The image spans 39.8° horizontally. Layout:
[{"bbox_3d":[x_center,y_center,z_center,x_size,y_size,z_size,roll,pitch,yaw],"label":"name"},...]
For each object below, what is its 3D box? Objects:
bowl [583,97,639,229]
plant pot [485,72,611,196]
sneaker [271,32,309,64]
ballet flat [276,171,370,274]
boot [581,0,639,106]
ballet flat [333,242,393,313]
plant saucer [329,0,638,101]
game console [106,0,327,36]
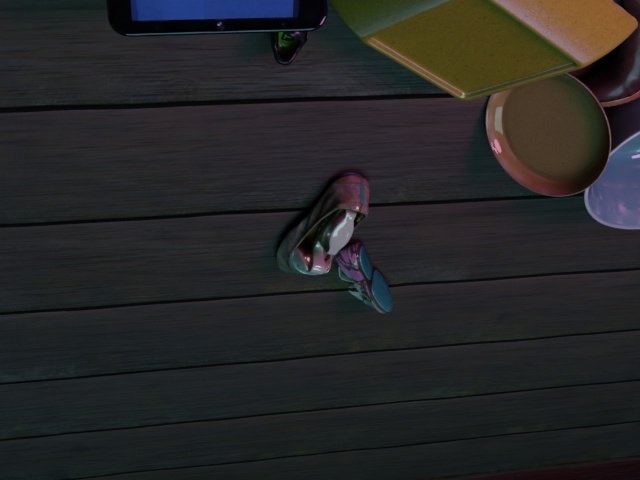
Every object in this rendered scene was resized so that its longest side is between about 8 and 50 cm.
[{"bbox_3d":[0.604,-0.177,1.594,0.312,0.163,0.311,-6,143,-5],"label":"bowl"},{"bbox_3d":[0.392,-0.189,1.515,0.032,0.236,0.236,-33,158,-37],"label":"plant pot"},{"bbox_3d":[-0.030,-0.335,1.297,0.067,0.078,0.188,11,138,-13],"label":"sneaker"},{"bbox_3d":[0.000,0.000,1.721,0.108,0.106,0.316,9,139,-24],"label":"ballet flat"},{"bbox_3d":[0.513,-0.343,1.447,0.248,0.090,0.207,-23,129,18],"label":"boot"},{"bbox_3d":[0.086,0.081,1.888,0.079,0.077,0.221,-6,142,24],"label":"ballet flat"},{"bbox_3d":[0.222,-0.304,1.276,0.333,0.081,0.333,21,162,-35],"label":"plant saucer"},{"bbox_3d":[-0.128,-0.402,1.101,0.293,0.173,0.250,-5,156,-9],"label":"game console"}]
